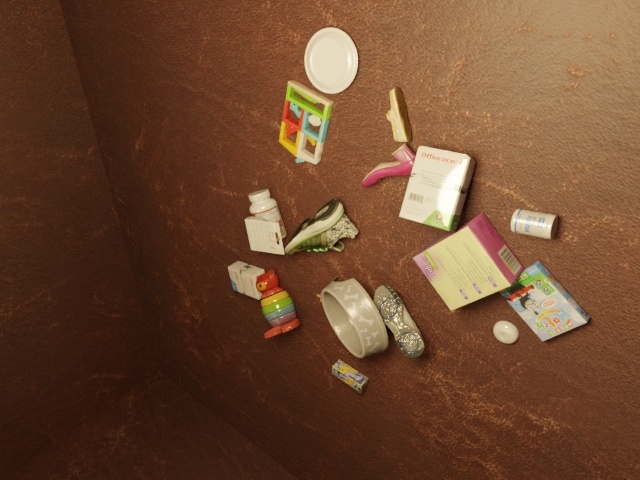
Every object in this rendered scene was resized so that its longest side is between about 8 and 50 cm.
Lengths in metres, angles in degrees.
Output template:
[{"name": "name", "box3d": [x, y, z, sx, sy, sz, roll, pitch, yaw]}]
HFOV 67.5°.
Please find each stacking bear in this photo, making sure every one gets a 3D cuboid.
[{"name": "stacking bear", "box3d": [-0.214, 0.285, 2.246, 0.176, 0.164, 0.288, -25, 85, 32]}]

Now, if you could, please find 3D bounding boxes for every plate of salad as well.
[{"name": "plate of salad", "box3d": [0.036, -0.577, 1.543, 0.200, 0.048, 0.199, 13, 117, 28]}]

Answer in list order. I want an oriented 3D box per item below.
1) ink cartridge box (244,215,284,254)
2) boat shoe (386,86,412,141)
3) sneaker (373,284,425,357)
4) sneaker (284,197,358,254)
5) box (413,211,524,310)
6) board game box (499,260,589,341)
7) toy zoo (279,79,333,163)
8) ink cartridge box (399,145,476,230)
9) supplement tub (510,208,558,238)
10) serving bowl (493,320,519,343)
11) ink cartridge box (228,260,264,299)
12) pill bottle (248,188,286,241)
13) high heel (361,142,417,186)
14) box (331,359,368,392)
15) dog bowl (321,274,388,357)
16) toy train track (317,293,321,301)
[{"name": "ink cartridge box", "box3d": [-0.221, -0.023, 1.969, 0.180, 0.045, 0.145, 6, 117, 31]}, {"name": "boat shoe", "box3d": [0.231, -0.380, 1.468, 0.059, 0.063, 0.169, -1, 115, 38]}, {"name": "sneaker", "box3d": [0.295, 0.303, 1.798, 0.111, 0.129, 0.296, -31, 69, 15]}, {"name": "sneaker", "box3d": [0.000, 0.000, 1.886, 0.182, 0.158, 0.410, 43, 145, -10]}, {"name": "box", "box3d": [0.457, 0.070, 1.496, 0.213, 0.117, 0.243, 54, 138, 3]}, {"name": "board game box", "box3d": [0.660, 0.184, 1.433, 0.211, 0.039, 0.160, 49, 138, 7]}, {"name": "toy zoo", "box3d": [-0.062, -0.410, 1.753, 0.192, 0.030, 0.293, 35, 134, 23]}, {"name": "ink cartridge box", "box3d": [0.346, -0.152, 1.412, 0.160, 0.093, 0.219, 20, 100, 29]}, {"name": "supplement tub", "box3d": [0.592, -0.047, 1.328, 0.107, 0.071, 0.070, 14, 124, 38]}, {"name": "serving bowl", "box3d": [0.605, 0.306, 1.570, 0.083, 0.027, 0.083, 24, 130, 31]}, {"name": "ink cartridge box", "box3d": [-0.359, 0.196, 2.381, 0.191, 0.082, 0.139, 14, 124, 36]}, {"name": "pill bottle", "box3d": [-0.230, -0.104, 2.039, 0.121, 0.121, 0.215, 0, 114, 44]}, {"name": "high heel", "box3d": [0.237, -0.213, 1.570, 0.117, 0.082, 0.244, 48, 135, -4]}, {"name": "box", "box3d": [0.134, 0.620, 2.195, 0.169, 0.059, 0.054, 28, 132, 29]}, {"name": "dog bowl", "box3d": [0.122, 0.304, 1.878, 0.348, 0.102, 0.348, 53, 159, 31]}, {"name": "toy train track", "box3d": [0.022, 0.254, 2.106, 0.083, 0.014, 0.048, 21, 121, 26]}]
